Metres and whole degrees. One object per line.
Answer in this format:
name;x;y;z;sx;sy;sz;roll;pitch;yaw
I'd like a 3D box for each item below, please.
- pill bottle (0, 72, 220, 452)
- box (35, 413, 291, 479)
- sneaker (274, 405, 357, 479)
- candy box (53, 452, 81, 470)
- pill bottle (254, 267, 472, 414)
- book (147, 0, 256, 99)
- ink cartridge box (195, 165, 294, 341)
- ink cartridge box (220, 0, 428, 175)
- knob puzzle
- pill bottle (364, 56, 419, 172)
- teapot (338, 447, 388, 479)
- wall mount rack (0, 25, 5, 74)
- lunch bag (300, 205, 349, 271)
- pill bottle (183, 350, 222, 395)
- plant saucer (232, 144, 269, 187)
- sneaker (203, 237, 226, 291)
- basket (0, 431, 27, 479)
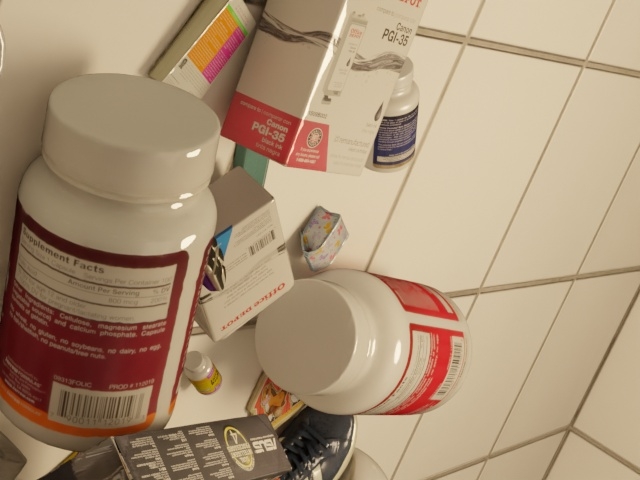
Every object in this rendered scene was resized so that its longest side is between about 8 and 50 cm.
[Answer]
pill bottle;-0.243;0.025;1.549;0.224;0.224;0.392;-21;135;-48
box;-0.253;0.321;1.623;0.318;0.097;0.395;-32;166;17
sneaker;-0.068;0.398;2.288;0.350;0.131;0.148;-52;156;-10
candy box;-0.307;0.312;1.937;0.206;0.027;0.105;-41;149;-28
pill bottle;0.070;0.165;2.171;0.229;0.229;0.407;-62;152;7
book;-0.141;-0.232;1.660;0.144;0.035;0.096;-54;155;-7
ink cartridge box;-0.128;0.021;1.854;0.148;0.086;0.203;-36;147;-18
ink cartridge box;0.010;-0.240;1.778;0.207;0.117;0.283;3;111;-59
knob puzzle;-0.048;0.238;2.271;0.213;0.030;0.213;-38;146;-32
pill bottle;0.099;-0.191;2.012;0.094;0.094;0.169;-37;146;-33
teapot;0.040;0.502;2.415;0.252;0.256;0.187;-37;115;19
wall mount rack;-0.444;-0.081;1.240;0.350;0.130;0.304;-41;144;-29
lunch bag;0.000;0.000;2.090;0.083;0.053;0.071;-60;155;-17
pill bottle;-0.176;0.194;2.009;0.043;0.043;0.083;-50;151;-15
plant saucer;-0.094;-0.106;1.874;0.067;0.018;0.192;-25;138;-45
sneaker;-0.183;0.005;1.703;0.071;0.068;0.170;-33;116;24
basket;-0.450;0.276;1.594;0.167;0.103;0.113;-50;151;-17
